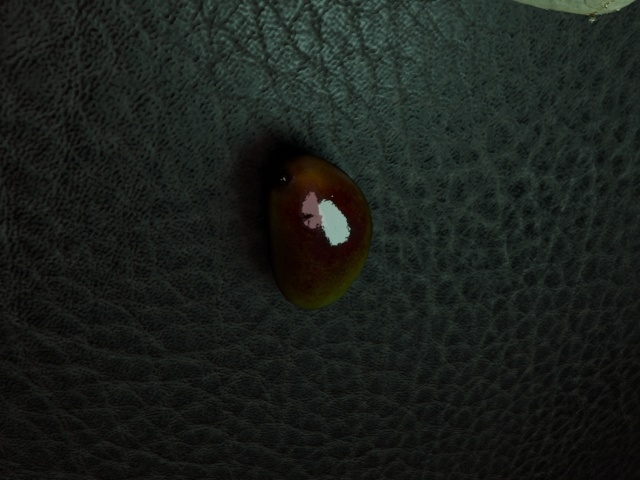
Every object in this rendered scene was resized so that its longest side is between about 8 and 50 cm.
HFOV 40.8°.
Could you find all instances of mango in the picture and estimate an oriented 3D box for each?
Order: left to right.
[{"bbox_3d":[0.000,0.000,1.071,0.133,0.111,0.267,-28,144,-19],"label":"mango"}]

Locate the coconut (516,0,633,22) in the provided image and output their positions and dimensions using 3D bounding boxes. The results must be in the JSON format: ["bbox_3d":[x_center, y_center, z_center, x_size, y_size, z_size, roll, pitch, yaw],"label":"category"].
[{"bbox_3d":[0.246,-0.349,0.773,0.245,0.245,0.247,-16,143,-15],"label":"coconut"}]
